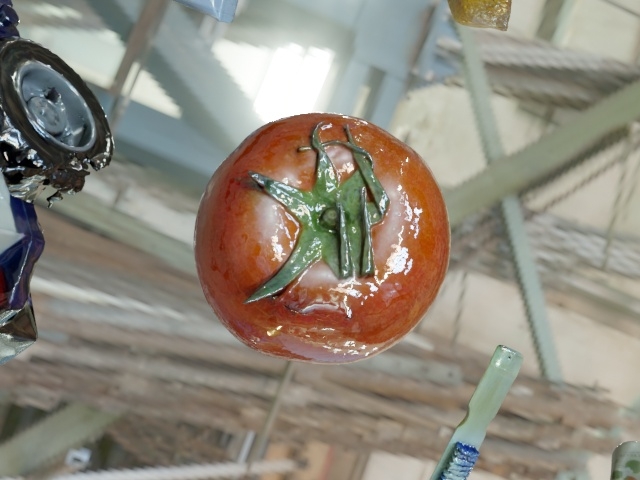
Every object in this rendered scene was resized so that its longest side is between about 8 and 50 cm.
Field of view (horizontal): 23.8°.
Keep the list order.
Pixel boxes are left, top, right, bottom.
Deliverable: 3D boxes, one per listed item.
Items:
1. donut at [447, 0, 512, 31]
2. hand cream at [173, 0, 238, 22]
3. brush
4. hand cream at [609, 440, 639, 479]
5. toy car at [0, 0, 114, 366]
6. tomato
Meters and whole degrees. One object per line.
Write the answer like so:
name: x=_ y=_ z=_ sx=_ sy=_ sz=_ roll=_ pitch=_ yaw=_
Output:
donut: x=0.165 y=-0.289 z=1.588 sx=0.152 sy=0.058 sz=0.152 roll=175 pitch=-90 yaw=-86
hand cream: x=-0.210 y=-0.309 z=1.635 sx=0.058 sy=0.271 sz=0.091 roll=-15 pitch=121 yaw=-77
brush: x=0.147 y=0.184 z=1.460 sx=0.030 sy=0.033 sz=0.178 roll=-101 pitch=-145 yaw=-73
hand cream: x=0.279 y=0.225 z=1.317 sx=0.165 sy=0.057 sz=0.037 roll=-84 pitch=175 yaw=-65
toy car: x=-0.195 y=-0.067 z=0.643 sx=0.193 sy=0.118 sz=0.301 roll=-33 pitch=-121 yaw=26
tomato: x=0.000 y=0.000 z=1.511 sx=0.224 sy=0.256 sz=0.256 roll=113 pitch=-5 yaw=-70
